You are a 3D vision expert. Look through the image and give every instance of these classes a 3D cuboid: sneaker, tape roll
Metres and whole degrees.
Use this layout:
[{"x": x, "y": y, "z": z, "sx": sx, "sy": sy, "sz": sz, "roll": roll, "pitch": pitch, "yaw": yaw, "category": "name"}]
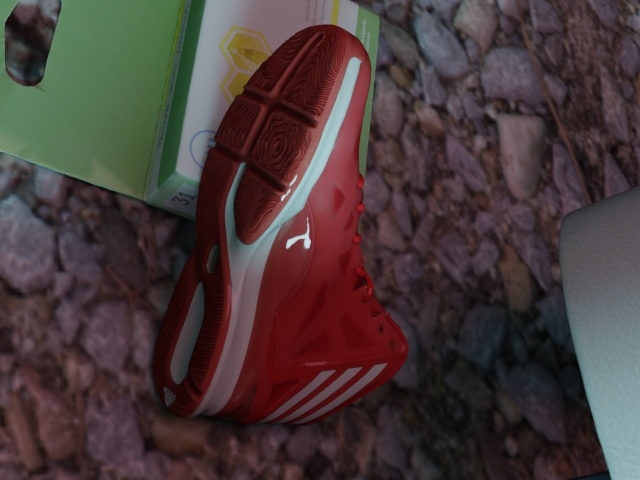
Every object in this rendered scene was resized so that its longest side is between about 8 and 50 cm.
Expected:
[{"x": 0.000, "y": 0.000, "z": 0.698, "sx": 0.128, "sy": 0.087, "sz": 0.221, "roll": 17, "pitch": 103, "yaw": -37, "category": "sneaker"}, {"x": 0.235, "y": 0.152, "z": 0.688, "sx": 0.392, "sy": 0.072, "sz": 0.392, "roll": 54, "pitch": 24, "yaw": -36, "category": "tape roll"}]

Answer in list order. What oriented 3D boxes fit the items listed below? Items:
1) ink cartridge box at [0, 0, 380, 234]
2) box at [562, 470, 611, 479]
[{"x": -0.081, "y": -0.101, "z": 0.749, "sx": 0.235, "sy": 0.056, "sz": 0.171, "roll": 21, "pitch": 59, "yaw": -25, "category": "ink cartridge box"}, {"x": 0.004, "y": 0.191, "z": 0.580, "sx": 0.261, "sy": 0.184, "sz": 0.103, "roll": -3, "pitch": 70, "yaw": -34, "category": "box"}]
